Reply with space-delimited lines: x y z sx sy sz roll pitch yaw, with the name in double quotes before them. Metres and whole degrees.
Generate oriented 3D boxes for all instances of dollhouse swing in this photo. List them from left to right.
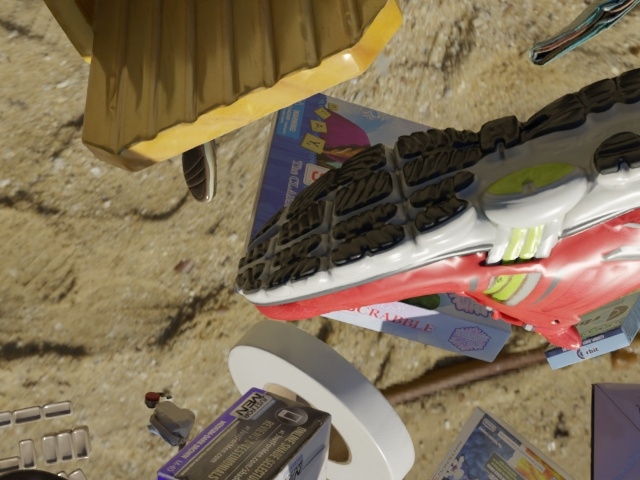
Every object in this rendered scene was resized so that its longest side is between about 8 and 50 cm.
"dollhouse swing" -0.125 -0.292 0.843 0.346 0.305 0.315 -21 122 17

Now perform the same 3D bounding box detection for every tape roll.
"tape roll" -0.004 0.309 1.806 0.392 0.392 0.072 50 62 -11

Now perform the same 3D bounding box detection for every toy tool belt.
"toy tool belt" -0.195 0.231 1.255 0.083 0.052 0.051 27 115 36

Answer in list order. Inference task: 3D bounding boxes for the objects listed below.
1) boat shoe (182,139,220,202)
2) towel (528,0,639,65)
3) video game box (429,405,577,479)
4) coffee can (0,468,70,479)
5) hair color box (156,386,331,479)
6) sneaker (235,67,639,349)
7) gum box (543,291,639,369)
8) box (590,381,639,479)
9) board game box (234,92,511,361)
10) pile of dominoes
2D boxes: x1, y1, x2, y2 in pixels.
"boat shoe" -0.210 -0.165 1.815 0.068 0.072 0.190 -6 94 39
"towel" 0.528 -0.438 1.656 0.370 0.271 0.040 -41 95 -13
"video game box" 0.190 0.312 1.135 0.048 0.205 0.187 29 93 -25
"coffee can" -0.414 0.451 1.270 0.201 0.201 0.275 39 119 -7
"hair color box" -0.084 0.351 1.058 0.110 0.185 0.339 17 116 22
"sneaker" 0.088 0.010 0.500 0.279 0.107 0.118 -13 122 22
"gum box" 0.517 0.165 1.850 0.157 0.184 0.041 -25 93 34
"box" 0.302 0.178 0.775 0.169 0.290 0.087 0 74 17
"board game box" 0.077 -0.032 1.231 0.317 0.319 0.066 15 137 -8
"pile of dominoes" -0.577 0.425 1.952 0.251 0.040 0.196 -9 90 -6
